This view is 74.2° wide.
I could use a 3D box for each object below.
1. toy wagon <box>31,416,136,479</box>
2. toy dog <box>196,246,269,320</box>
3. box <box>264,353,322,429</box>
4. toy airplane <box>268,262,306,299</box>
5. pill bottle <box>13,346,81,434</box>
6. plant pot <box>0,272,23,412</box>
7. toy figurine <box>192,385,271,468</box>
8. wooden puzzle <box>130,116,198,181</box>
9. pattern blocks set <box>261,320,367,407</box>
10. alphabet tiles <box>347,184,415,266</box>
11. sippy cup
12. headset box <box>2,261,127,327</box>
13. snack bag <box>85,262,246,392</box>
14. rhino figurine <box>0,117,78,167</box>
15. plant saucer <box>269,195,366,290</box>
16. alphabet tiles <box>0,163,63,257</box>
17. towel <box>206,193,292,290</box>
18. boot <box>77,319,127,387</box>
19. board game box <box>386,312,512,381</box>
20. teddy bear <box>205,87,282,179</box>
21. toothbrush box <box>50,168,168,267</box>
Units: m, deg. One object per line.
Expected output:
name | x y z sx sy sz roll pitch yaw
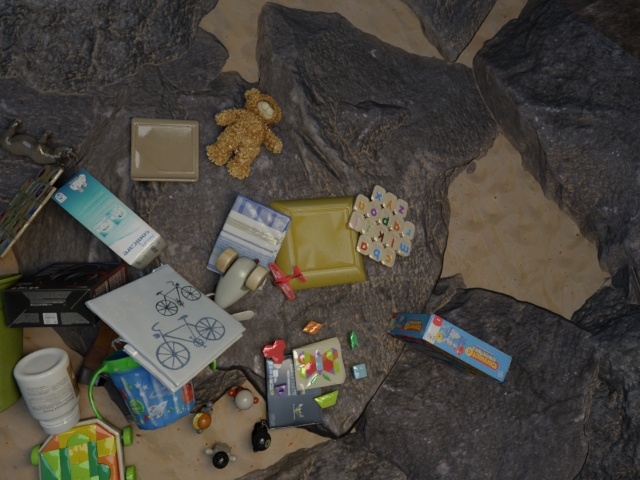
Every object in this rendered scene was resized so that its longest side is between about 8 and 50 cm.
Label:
toy wagon | -0.693 0.710 1.253 0.268 0.068 0.343 -7 83 -14
toy dog | -0.290 0.165 1.380 0.334 0.161 0.220 -37 86 19
box | -0.093 0.503 1.430 0.184 0.059 0.232 -1 81 -14
toy airplane | -0.111 0.127 1.434 0.151 0.151 0.028 46 39 -3
pill bottle | -0.765 0.432 1.205 0.131 0.131 0.229 -6 117 -14
plant pot | -0.976 0.300 1.132 0.367 0.366 0.352 -11 97 -15
toy figurine | -0.277 0.585 1.328 0.210 0.148 0.212 -21 87 -15
wooden puzzle | -0.536 -0.312 1.465 0.221 0.044 0.238 -1 77 -13
pattern blocks set | -0.008 0.416 1.422 0.325 0.026 0.285 -19 87 -19
alphabet tiles | 0.231 -0.053 1.569 0.284 0.021 0.277 26 68 -24
sippy cup | -0.467 0.402 1.211 0.306 0.240 0.223 -16 92 2
headset box | -0.712 0.143 1.229 0.218 0.293 0.110 0 103 -5
snack bag | -0.420 0.221 1.175 0.343 0.323 0.037 37 116 8
rhino figurine | -0.901 -0.301 1.358 0.244 0.073 0.106 20 74 -11
plant saucer | 0.000 0.000 1.520 0.333 0.081 0.332 -6 83 -13
alphabet tiles | -0.891 -0.080 1.244 0.011 0.285 0.342 43 71 -43
towel | -0.242 0.010 1.443 0.209 0.034 0.284 23 96 -9
boot | -0.589 0.332 1.344 0.264 0.096 0.280 14 71 -3
board game box | 0.422 0.355 1.448 0.308 0.302 0.086 29 76 -7
teddy bear | -0.258 -0.383 1.503 0.338 0.113 0.245 -42 95 -15
toothbrush box | -0.635 -0.053 1.309 0.296 0.216 0.126 41 74 -5
